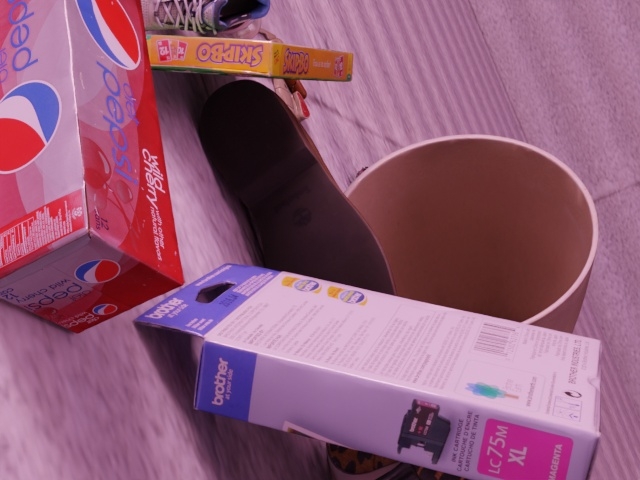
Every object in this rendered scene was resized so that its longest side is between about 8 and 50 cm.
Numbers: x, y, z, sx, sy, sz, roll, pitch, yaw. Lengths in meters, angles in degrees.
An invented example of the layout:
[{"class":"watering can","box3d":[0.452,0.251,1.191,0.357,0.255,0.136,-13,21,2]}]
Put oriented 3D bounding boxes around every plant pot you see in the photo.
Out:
[{"class":"plant pot","box3d":[0.156,0.077,1.138,0.274,0.257,0.256,74,7,-48]}]

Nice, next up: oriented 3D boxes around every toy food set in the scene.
[{"class":"toy food set","box3d":[-0.035,-0.186,1.236,0.078,0.019,0.122,4,63,-69]}]

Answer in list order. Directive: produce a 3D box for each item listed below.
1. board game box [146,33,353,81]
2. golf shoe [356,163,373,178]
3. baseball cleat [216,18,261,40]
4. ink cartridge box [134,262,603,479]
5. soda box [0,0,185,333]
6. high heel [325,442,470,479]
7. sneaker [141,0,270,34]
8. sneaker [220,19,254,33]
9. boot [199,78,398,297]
[{"class":"board game box","box3d":[-0.065,-0.159,0.967,0.259,0.124,0.039,-29,123,-70]},{"class":"golf shoe","box3d":[0.073,-0.038,1.302,0.186,0.068,0.086,-64,154,-67]},{"class":"baseball cleat","box3d":[-0.128,-0.283,1.057,0.206,0.072,0.109,60,5,-27]},{"class":"ink cartridge box","box3d":[0.041,0.090,0.788,0.186,0.311,0.065,-40,142,-70]},{"class":"soda box","box3d":[-0.158,-0.082,0.682,0.092,0.083,0.263,37,34,-53]},{"class":"high heel","box3d":[0.092,0.173,0.885,0.093,0.186,0.261,66,19,-3]},{"class":"sneaker","box3d":[-0.102,-0.193,0.890,0.058,0.135,0.052,48,-35,45]},{"class":"sneaker","box3d":[-0.153,-0.269,0.905,0.268,0.101,0.153,53,23,-19]},{"class":"boot","box3d":[0.000,0.000,0.987,0.305,0.112,0.115,65,12,8]}]
